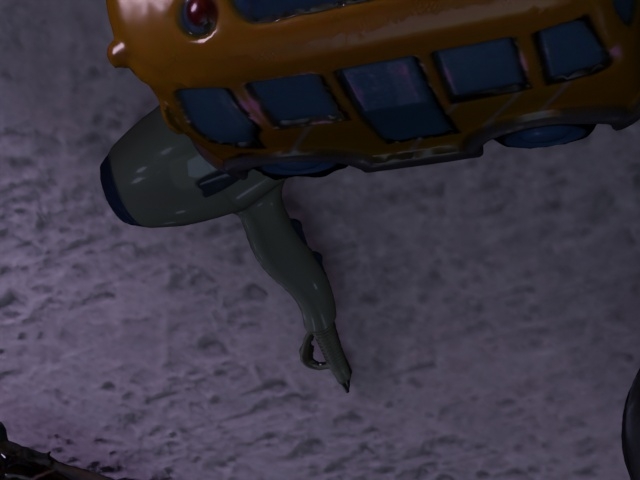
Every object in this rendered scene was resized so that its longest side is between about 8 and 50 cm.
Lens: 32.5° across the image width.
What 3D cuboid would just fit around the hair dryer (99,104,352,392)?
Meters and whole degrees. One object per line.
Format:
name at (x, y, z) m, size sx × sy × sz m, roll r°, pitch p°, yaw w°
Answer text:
hair dryer at (0.010, -0.015, 0.550) m, size 0.167 × 0.067 × 0.199 m, roll -34°, pitch 118°, yaw 22°

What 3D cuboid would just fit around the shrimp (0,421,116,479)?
shrimp at (-0.150, 0.214, 0.714) m, size 0.289 × 0.075 × 0.178 m, roll 27°, pitch 126°, yaw -18°

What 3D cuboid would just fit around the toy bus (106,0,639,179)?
toy bus at (0.021, -0.099, 0.420) m, size 0.209 × 0.136 × 0.126 m, roll -7°, pitch 80°, yaw 17°

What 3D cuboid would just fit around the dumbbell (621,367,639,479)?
dumbbell at (0.205, -0.015, 0.391) m, size 0.179 × 0.179 × 0.406 m, roll 2°, pitch 131°, yaw 12°
